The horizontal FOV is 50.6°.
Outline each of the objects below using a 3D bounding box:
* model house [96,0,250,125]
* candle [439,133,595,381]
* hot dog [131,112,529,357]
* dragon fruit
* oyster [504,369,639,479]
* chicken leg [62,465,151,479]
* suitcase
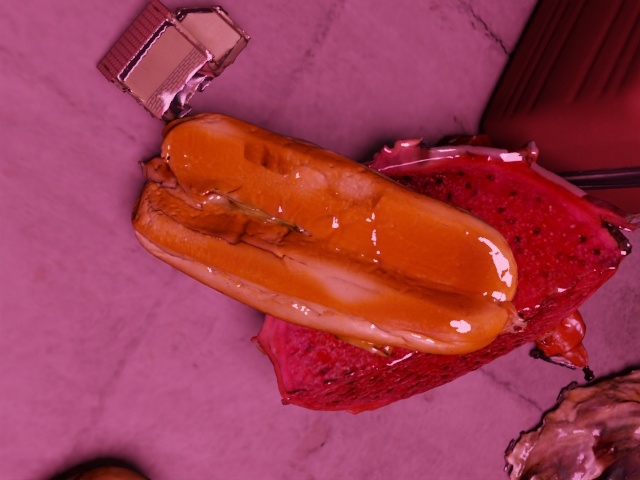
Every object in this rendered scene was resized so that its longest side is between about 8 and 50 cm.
[{"bbox_3d":[-0.095,-0.124,0.441,0.058,0.057,0.083,41,97,-2],"label":"model house"},{"bbox_3d":[0.183,0.029,0.614,0.084,0.059,0.302,-41,115,0],"label":"candle"},{"bbox_3d":[0.000,0.000,0.418,0.269,0.072,0.109,23,85,11],"label":"hot dog"},{"bbox_3d":[0.078,0.017,0.511,0.274,0.161,0.126,-23,155,-3],"label":"dragon fruit"},{"bbox_3d":[0.329,0.231,0.716,0.294,0.094,0.166,-11,111,-22],"label":"oyster"},{"bbox_3d":[-0.184,0.206,0.434,0.178,0.070,0.093,-17,112,-19],"label":"chicken leg"},{"bbox_3d":[0.285,-0.168,0.545,0.161,0.236,0.297,29,83,-19],"label":"suitcase"}]
